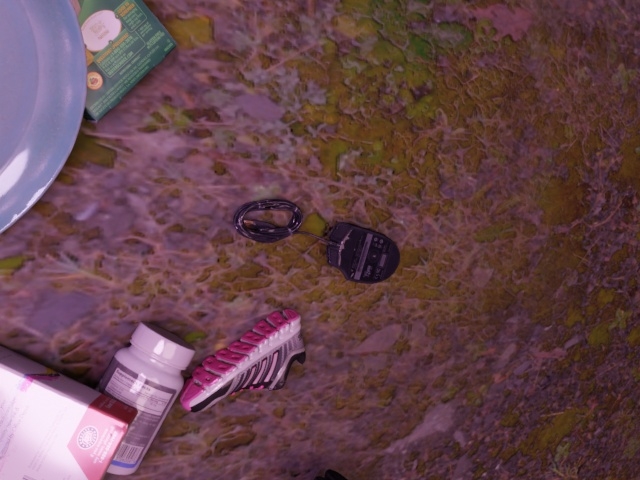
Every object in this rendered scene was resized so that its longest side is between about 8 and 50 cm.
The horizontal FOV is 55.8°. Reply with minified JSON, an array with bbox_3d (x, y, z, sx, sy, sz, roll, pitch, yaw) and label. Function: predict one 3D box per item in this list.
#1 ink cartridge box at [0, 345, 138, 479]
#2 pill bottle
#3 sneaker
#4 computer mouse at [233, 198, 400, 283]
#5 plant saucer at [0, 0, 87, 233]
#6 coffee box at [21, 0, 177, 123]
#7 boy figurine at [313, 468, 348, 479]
[{"bbox_3d":[-0.280,0.164,0.530,0.198,0.067,0.115,28,82,-6],"label":"ink cartridge box"},{"bbox_3d":[-0.189,0.158,0.617,0.078,0.078,0.137,34,80,-36],"label":"pill bottle"},{"bbox_3d":[-0.080,0.154,0.703,0.170,0.063,0.075,-35,113,-30],"label":"sneaker"},{"bbox_3d":[0.000,0.000,0.749,0.242,0.041,0.071,19,91,-31],"label":"computer mouse"},{"bbox_3d":[-0.321,-0.106,0.415,0.317,0.044,0.317,-33,145,-27],"label":"plant saucer"},{"bbox_3d":[-0.227,-0.209,0.528,0.113,0.040,0.184,-51,125,-15],"label":"coffee box"},{"bbox_3d":[-0.053,0.424,0.743,0.285,0.092,0.177,-55,161,-2],"label":"boy figurine"}]
